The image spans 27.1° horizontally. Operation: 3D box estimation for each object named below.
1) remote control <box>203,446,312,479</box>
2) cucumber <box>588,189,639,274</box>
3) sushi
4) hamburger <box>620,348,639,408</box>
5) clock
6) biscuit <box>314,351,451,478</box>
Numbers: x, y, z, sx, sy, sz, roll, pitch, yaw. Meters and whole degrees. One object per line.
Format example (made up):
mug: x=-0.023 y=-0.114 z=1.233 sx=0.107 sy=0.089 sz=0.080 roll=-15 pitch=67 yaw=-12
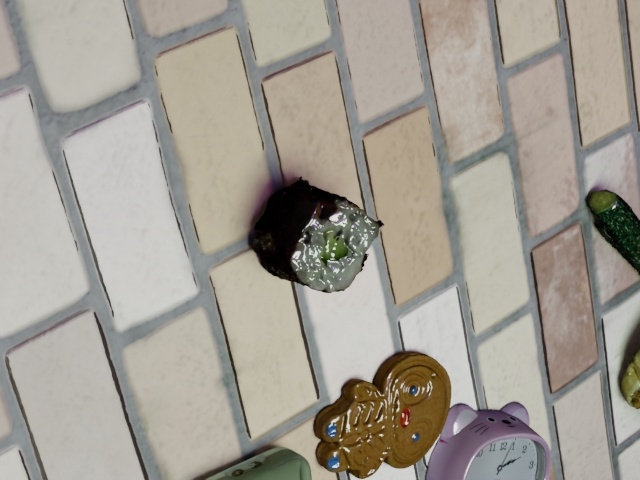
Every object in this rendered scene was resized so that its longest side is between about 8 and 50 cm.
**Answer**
remote control: x=-0.048 y=0.368 z=1.279 sx=0.128 sy=0.065 sz=0.335 roll=-21 pitch=115 yaw=-36
cucumber: x=0.384 y=0.021 z=1.561 sx=0.256 sy=0.043 sz=0.044 roll=42 pitch=80 yaw=-40
sushi: x=-0.001 y=0.000 z=1.203 sx=0.098 sy=0.084 sz=0.094 roll=38 pitch=79 yaw=-37
hamburger: x=0.456 y=0.157 z=1.595 sx=0.177 sy=0.113 sz=0.185 roll=-44 pitch=150 yaw=-2
clock: x=0.191 y=0.237 z=1.452 sx=0.152 sy=0.050 sz=0.110 roll=4 pitch=99 yaw=-41
biscuit: x=0.070 y=0.183 z=1.352 sx=0.175 sy=0.026 sz=0.124 roll=-20 pitch=114 yaw=-35
